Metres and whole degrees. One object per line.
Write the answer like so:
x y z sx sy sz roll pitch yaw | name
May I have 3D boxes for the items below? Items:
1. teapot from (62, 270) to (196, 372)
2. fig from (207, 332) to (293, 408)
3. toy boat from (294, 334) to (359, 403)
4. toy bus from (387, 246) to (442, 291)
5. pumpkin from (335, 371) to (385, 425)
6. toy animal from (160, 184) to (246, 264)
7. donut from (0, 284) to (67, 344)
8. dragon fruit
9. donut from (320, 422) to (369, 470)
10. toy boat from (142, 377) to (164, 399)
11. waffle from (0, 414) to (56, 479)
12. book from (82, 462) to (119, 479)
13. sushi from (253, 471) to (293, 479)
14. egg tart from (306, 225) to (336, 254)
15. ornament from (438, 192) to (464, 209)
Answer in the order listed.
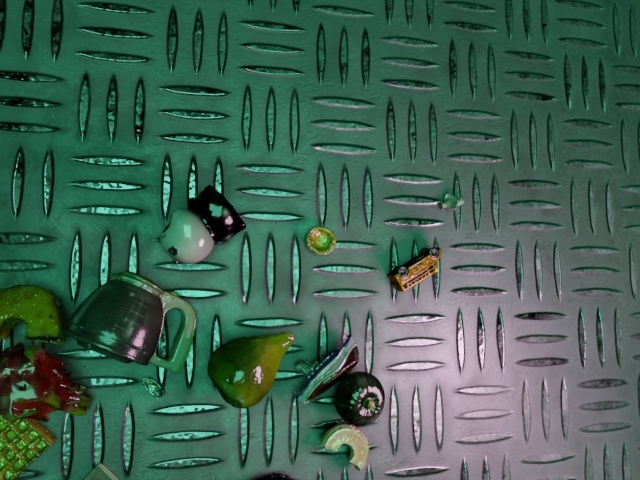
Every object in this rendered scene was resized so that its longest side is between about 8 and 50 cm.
-0.512 0.224 1.271 0.321 0.239 0.239 24 69 -5 | teapot
-0.197 0.358 1.362 0.275 0.206 0.206 -38 93 -27 | fig
0.012 0.399 1.434 0.262 0.114 0.115 -35 61 -12 | toy boat
0.330 0.095 1.538 0.194 0.083 0.088 -30 95 -11 | toy bus
0.125 0.501 1.432 0.167 0.125 0.167 0 98 -3 | pumpkin
-0.363 -0.036 1.345 0.235 0.187 0.165 -39 84 -15 | toy animal
-0.817 0.205 1.257 0.259 0.101 0.152 6 66 0 | donut
-0.770 0.392 1.238 0.198 0.269 0.200 -46 56 2 | dragon fruit
0.088 0.643 1.442 0.166 0.065 0.108 37 78 -6 | donut
-0.501 0.439 1.349 0.083 0.038 0.038 46 78 -6 | toy boat
-0.875 0.544 1.248 0.160 0.055 0.211 -45 95 -13 | waffle
-0.660 0.761 1.294 0.138 0.016 0.199 46 78 -4 | book
-0.142 0.826 1.297 0.238 0.219 0.225 5 88 -11 | sushi
0.000 0.000 1.497 0.105 0.039 0.105 1 85 -12 | egg tart
0.469 -0.136 1.611 0.092 0.041 0.068 8 60 0 | ornament
